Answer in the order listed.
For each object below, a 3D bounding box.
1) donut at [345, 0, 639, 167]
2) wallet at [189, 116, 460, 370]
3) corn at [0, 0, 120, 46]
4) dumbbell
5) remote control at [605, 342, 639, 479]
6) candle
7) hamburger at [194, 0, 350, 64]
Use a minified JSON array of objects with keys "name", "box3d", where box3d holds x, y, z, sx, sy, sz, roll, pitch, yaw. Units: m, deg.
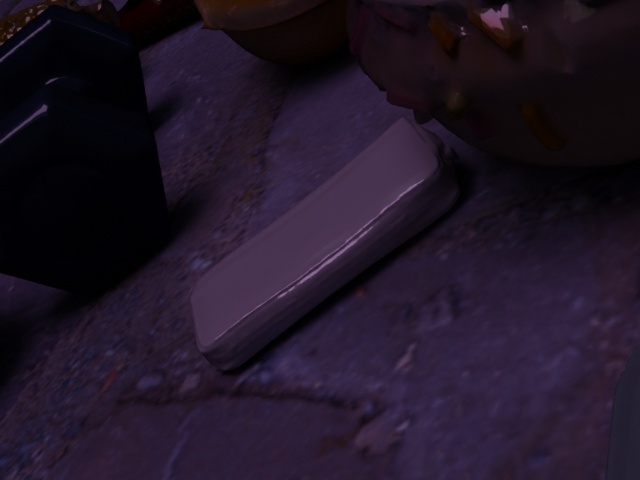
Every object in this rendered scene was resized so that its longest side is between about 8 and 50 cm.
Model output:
[{"name":"donut","box3d":[0.183,-0.180,0.604,0.382,0.142,0.382,-30,27,18]},{"name":"wallet","box3d":[0.000,0.000,0.684,0.190,0.033,0.095,-36,29,8]},{"name":"corn","box3d":[-0.349,-0.145,1.245,0.347,0.130,0.130,-34,27,21]},{"name":"dumbbell","box3d":[-0.210,-0.086,0.961,0.160,0.144,0.325,-38,28,7]},{"name":"remote control","box3d":[0.134,0.104,0.335,0.104,0.052,0.247,-21,33,35]},{"name":"candle","box3d":[-0.117,-0.279,1.229,0.302,0.059,0.084,-14,49,44]},{"name":"hamburger","box3d":[-0.010,-0.241,0.939,0.237,0.147,0.237,-29,32,20]}]
